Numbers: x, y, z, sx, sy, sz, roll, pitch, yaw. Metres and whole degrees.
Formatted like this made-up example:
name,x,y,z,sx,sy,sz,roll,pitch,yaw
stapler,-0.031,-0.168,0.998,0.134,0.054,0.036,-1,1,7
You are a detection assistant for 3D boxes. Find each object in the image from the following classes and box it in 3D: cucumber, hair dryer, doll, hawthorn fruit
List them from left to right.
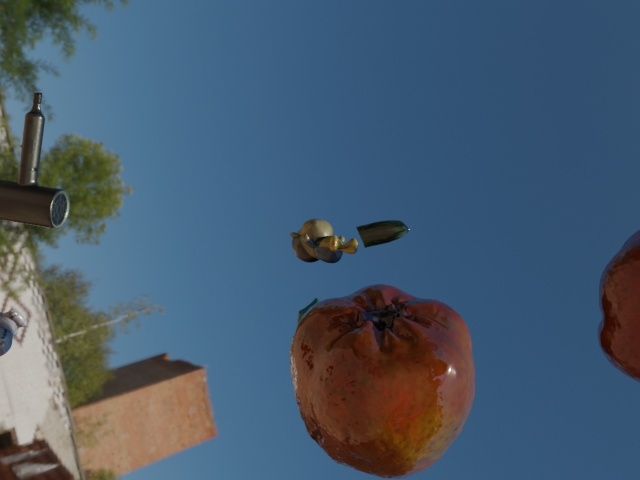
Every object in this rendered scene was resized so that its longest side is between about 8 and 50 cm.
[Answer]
name,x,y,z,sx,sy,sz,roll,pitch,yaw
hair dryer,-0.567,-0.158,1.255,0.078,0.196,0.248,-27,127,-86
doll,0.000,0.000,1.299,0.179,0.102,0.088,-3,-99,53
hawthorn fruit,0.137,0.341,1.594,0.472,0.472,0.471,29,-54,50
cucumber,0.127,-0.018,1.354,0.048,0.105,0.048,-13,90,-80
hawthorn fruit,0.602,0.109,1.096,0.295,0.295,0.311,70,-21,10

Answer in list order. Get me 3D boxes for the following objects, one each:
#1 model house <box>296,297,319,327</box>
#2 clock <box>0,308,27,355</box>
name,x,y,z,sx,sy,sz,roll,pitch,yaw
model house,0.003,0.248,2.060,0.127,0.149,0.100,-103,-163,-69
clock,-0.781,0.235,1.556,0.080,0.176,0.117,61,20,-28
